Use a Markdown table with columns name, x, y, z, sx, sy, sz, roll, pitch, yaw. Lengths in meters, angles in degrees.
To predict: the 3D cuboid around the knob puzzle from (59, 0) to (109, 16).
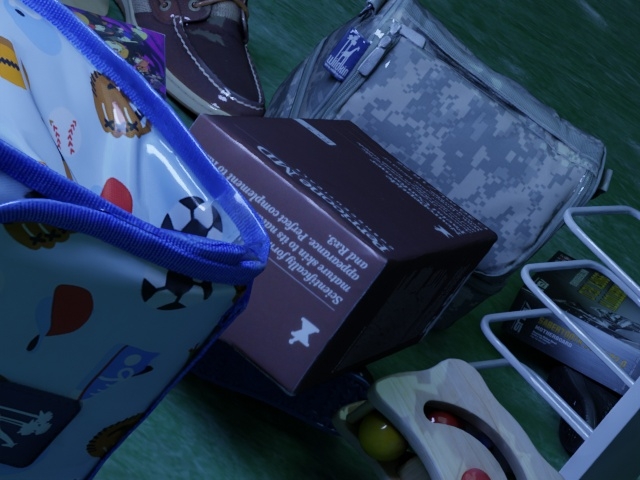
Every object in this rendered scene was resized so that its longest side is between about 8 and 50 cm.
| name | x | y | z | sx | sy | sz | roll | pitch | yaw |
| --- | --- | --- | --- | --- | --- | --- | --- | --- | --- |
| knob puzzle | -0.298 | -0.273 | 1.886 | 0.213 | 0.030 | 0.213 | 33 | 24 | -17 |

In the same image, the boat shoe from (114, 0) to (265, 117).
| name | x | y | z | sx | sy | sz | roll | pitch | yaw |
| --- | --- | --- | --- | --- | --- | --- | --- | --- | --- |
| boat shoe | -0.137 | -0.256 | 1.974 | 0.123 | 0.123 | 0.342 | 16 | 34 | -42 |

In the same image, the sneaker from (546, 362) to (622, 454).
| name | x | y | z | sx | sy | sz | roll | pitch | yaw |
| --- | --- | --- | --- | --- | --- | --- | --- | --- | --- |
| sneaker | 0.290 | 0.180 | 1.924 | 0.089 | 0.051 | 0.170 | 26 | 24 | -19 |

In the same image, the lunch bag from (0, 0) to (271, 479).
| name | x | y | z | sx | sy | sz | roll | pitch | yaw |
| --- | --- | --- | --- | --- | --- | --- | --- | --- | --- |
| lunch bag | -0.264 | 0.002 | 1.089 | 0.385 | 0.328 | 0.239 | 38 | 28 | -8 |

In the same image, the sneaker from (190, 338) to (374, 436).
| name | x | y | z | sx | sy | sz | roll | pitch | yaw |
| --- | --- | --- | --- | --- | --- | --- | --- | --- | --- |
| sneaker | -0.055 | 0.088 | 1.565 | 0.232 | 0.081 | 0.090 | 33 | 8 | -11 |

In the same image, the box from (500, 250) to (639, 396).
| name | x | y | z | sx | sy | sz | roll | pitch | yaw |
| --- | --- | --- | --- | --- | --- | --- | --- | --- | --- |
| box | 0.312 | 0.094 | 2.023 | 0.183 | 0.056 | 0.231 | 28 | 17 | 12 |

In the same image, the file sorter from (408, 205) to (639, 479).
| name | x | y | z | sx | sy | sz | roll | pitch | yaw |
| --- | --- | --- | --- | --- | --- | --- | --- | --- | --- |
| file sorter | 0.235 | 0.125 | 1.670 | 0.173 | 0.278 | 0.193 | 46 | 24 | 23 |

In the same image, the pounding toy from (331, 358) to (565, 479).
| name | x | y | z | sx | sy | sz | roll | pitch | yaw |
| --- | --- | --- | --- | --- | --- | --- | --- | --- | --- |
| pounding toy | 0.104 | 0.241 | 1.507 | 0.154 | 0.155 | 0.269 | -36 | 86 | -39 |

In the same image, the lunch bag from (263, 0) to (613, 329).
| name | x | y | z | sx | sy | sz | roll | pitch | yaw |
| --- | --- | --- | --- | --- | --- | --- | --- | --- | --- |
| lunch bag | 0.105 | -0.093 | 1.831 | 0.305 | 0.256 | 0.213 | 35 | 44 | -14 |

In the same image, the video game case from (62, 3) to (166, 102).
| name | x | y | z | sx | sy | sz | roll | pitch | yaw |
| --- | --- | --- | --- | --- | --- | --- | --- | --- | --- |
| video game case | -0.240 | -0.135 | 1.627 | 0.210 | 0.042 | 0.232 | 16 | 37 | -17 |

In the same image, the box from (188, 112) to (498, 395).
| name | x | y | z | sx | sy | sz | roll | pitch | yaw |
| --- | --- | --- | --- | --- | --- | --- | --- | --- | --- |
| box | 0.000 | 0.000 | 1.535 | 0.191 | 0.143 | 0.381 | 39 | 15 | 12 |
